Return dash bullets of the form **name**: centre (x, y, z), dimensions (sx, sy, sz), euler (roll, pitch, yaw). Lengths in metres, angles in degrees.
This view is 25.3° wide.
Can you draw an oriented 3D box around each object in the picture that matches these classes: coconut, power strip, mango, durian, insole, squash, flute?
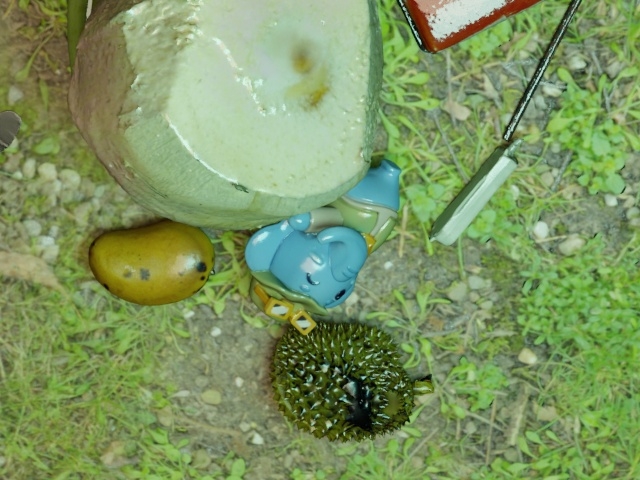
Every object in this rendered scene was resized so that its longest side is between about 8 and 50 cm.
- **coconut**: centre (-0.120, -0.198, 1.790), dimensions (0.404, 0.404, 0.405), euler (0, 106, 0)
- **power strip**: centre (0.217, -0.067, 1.970), dimensions (0.030, 0.047, 0.191), euler (36, 104, -14)
- **mango**: centre (-0.232, 0.034, 1.980), dimensions (0.178, 0.090, 0.115), euler (-11, 93, 7)
- **durian**: centre (0.045, 0.212, 2.004), dimensions (0.237, 0.138, 0.194), euler (2, 106, -1)
- **insole**: centre (-0.463, -0.127, 1.979), dimensions (0.045, 0.002, 0.135), euler (40, 102, -9)
- **squash**: centre (-0.293, -0.250, 1.908), dimensions (0.083, 0.083, 0.250), euler (-4, 103, 1)
- **flute**: centre (0.312, -0.255, 1.934), dimensions (0.014, 0.014, 0.270), euler (24, 104, -7)

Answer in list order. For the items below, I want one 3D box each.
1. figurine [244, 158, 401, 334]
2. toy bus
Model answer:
- **figurine**: centre (-0.001, -0.002, 1.933), dimensions (0.154, 0.180, 0.262), euler (37, 111, 21)
- **toy bus**: centre (0.231, -0.341, 1.854), dimensions (0.265, 0.120, 0.121), euler (-25, 106, 8)
